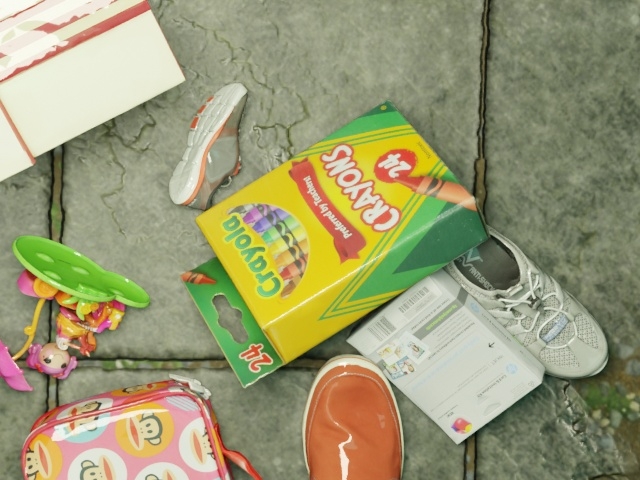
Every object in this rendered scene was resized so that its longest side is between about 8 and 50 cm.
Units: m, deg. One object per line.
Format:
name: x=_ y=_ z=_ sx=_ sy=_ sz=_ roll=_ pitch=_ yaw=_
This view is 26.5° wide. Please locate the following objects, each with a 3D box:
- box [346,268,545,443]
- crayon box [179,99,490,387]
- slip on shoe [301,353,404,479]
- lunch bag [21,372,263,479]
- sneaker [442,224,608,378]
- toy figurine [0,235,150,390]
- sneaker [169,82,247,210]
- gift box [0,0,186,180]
box: x=0.146 y=0.133 z=1.585 sx=0.186 sy=0.038 sz=0.145 roll=43 pitch=122 yaw=-6
crayon box: x=0.000 y=0.000 z=1.515 sx=0.318 sy=0.202 sz=0.081 roll=-33 pitch=138 yaw=-4
slip on shoe: x=0.040 y=0.298 z=1.583 sx=0.123 sy=0.101 sz=0.331 roll=1 pitch=95 yaw=-6
lunch bag: x=-0.187 y=0.310 z=1.551 sx=0.258 sy=0.120 sz=0.293 roll=-14 pitch=94 yaw=-6
sneaker: x=0.225 y=0.070 z=1.586 sx=0.281 sy=0.115 sz=0.105 roll=37 pitch=89 yaw=-7
toy figurine: x=-0.305 y=0.102 z=1.547 sx=0.173 sy=0.130 sz=0.159 roll=22 pitch=105 yaw=-31
sneaker: x=-0.118 y=-0.106 z=1.576 sx=0.065 sy=0.061 sz=0.158 roll=27 pitch=91 yaw=-34
gift box: x=-0.325 y=-0.235 z=1.441 sx=0.258 sy=0.255 sz=0.276 roll=-29 pitch=102 yaw=-6
